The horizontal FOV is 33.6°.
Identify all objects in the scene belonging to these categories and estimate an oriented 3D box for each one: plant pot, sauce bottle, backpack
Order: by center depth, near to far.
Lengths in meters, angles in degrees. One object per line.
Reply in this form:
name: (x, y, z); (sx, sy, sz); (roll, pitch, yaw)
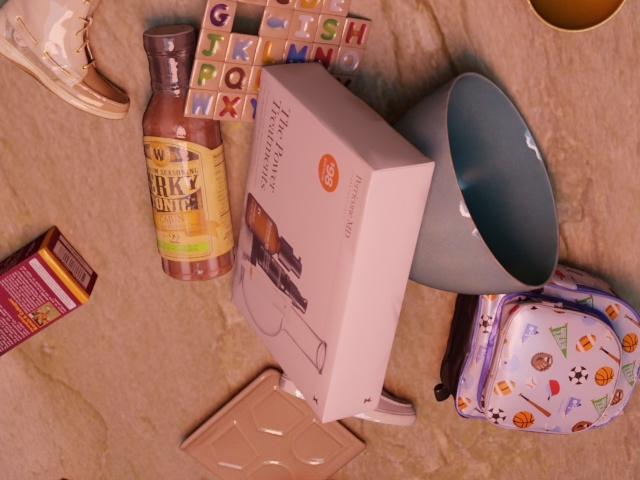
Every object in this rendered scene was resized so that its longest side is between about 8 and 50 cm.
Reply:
plant pot: (0.318, -0.341, 1.346); (0.134, 0.095, 0.134); (0, 115, 1)
plant pot: (0.161, -0.051, 1.403); (0.195, 0.290, 0.290); (-20, 115, 32)
sauce bottle: (-0.186, -0.117, 1.446); (0.111, 0.111, 0.344); (-5, 111, 3)
backpack: (0.329, 0.153, 1.526); (0.263, 0.213, 0.276); (6, 112, -14)

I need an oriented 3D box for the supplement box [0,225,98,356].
supplement box: (-0.435, 0.079, 1.552); (0.188, 0.081, 0.104); (-31, 112, 13)

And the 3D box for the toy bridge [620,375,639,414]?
toy bridge: (0.454, 0.242, 1.656); (0.188, 0.026, 0.063); (-21, 111, 10)

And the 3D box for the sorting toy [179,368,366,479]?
sorting toy: (-0.109, 0.354, 1.707); (0.307, 0.041, 0.229); (-42, 113, 18)

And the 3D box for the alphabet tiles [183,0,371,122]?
alphabet tiles: (-0.050, -0.244, 1.385); (0.237, 0.009, 0.198); (2, 117, -28)

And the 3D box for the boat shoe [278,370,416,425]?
boat shoe: (0.051, 0.222, 1.618); (0.227, 0.079, 0.081); (19, 89, -16)

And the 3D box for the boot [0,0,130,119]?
boot: (-0.312, -0.272, 1.392); (0.213, 0.077, 0.165); (35, 109, -12)

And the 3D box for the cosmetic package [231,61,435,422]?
cosmetic package: (0.000, 0.000, 1.378); (0.097, 0.284, 0.377); (-11, 127, -30)

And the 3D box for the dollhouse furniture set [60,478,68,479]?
dollhouse furniture set: (-0.325, 0.543, 1.705); (0.301, 0.197, 0.151); (23, 112, -9)
